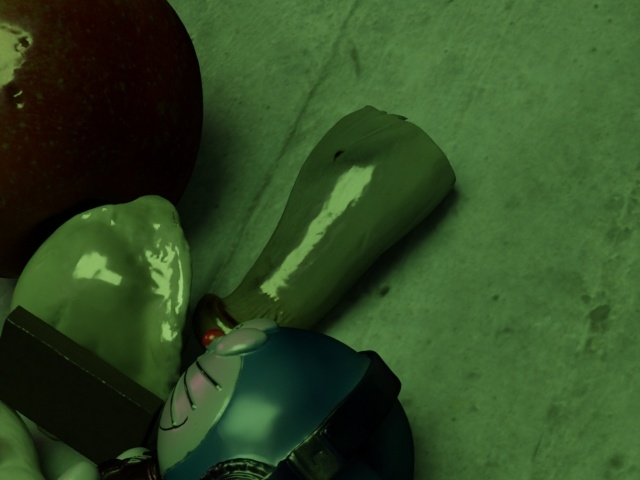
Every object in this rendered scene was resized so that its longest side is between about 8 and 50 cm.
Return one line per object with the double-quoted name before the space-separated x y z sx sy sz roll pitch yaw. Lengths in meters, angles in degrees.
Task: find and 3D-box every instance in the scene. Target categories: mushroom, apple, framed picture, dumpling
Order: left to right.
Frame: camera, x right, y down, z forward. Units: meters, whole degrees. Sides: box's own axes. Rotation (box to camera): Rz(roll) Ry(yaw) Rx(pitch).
"apple" -0.291 -0.127 1.671 0.348 0.348 0.277 -24 69 7
"framed picture" -0.239 0.150 1.539 0.168 0.128 0.023 33 48 6
"dumpling" -0.202 0.097 1.586 0.175 0.243 0.227 -24 62 -23
"mushroom" 0.000 0.000 1.606 0.329 0.122 0.159 -49 16 -15

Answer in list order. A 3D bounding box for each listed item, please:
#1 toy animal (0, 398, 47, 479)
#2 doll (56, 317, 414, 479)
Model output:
"toy animal" -0.322 0.253 1.533 0.138 0.140 0.282 0 34 -31
"doll" -0.062 0.206 1.399 0.310 0.284 0.240 -41 93 10
